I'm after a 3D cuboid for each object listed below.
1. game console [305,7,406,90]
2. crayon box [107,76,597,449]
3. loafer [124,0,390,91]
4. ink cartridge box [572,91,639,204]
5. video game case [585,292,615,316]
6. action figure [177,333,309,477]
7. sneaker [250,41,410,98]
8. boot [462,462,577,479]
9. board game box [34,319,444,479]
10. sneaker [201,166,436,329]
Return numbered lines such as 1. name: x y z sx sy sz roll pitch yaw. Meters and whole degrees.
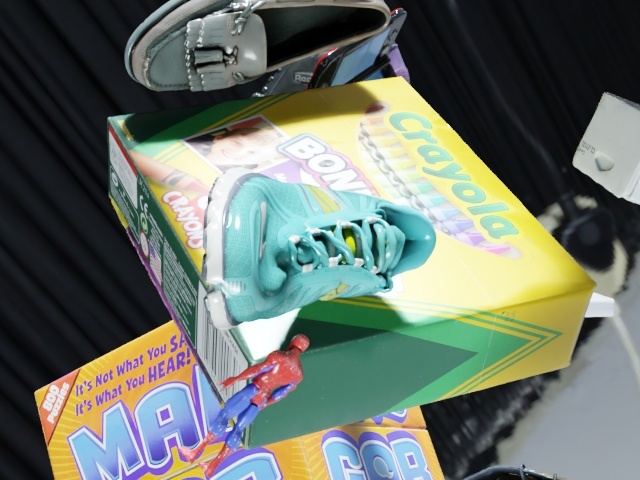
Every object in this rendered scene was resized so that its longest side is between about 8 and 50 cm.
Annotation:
1. game console: 0.055 -0.163 1.403 0.144 0.085 0.124 -38 -15 -36
2. crayon box: 0.012 -0.004 1.162 0.313 0.106 0.363 -12 41 -22
3. loafer: -0.053 -0.201 1.225 0.267 0.096 0.084 -25 49 -26
4. ink cartridge box: 0.324 -0.056 1.101 0.127 0.175 0.072 -120 50 -69
5. video game case: 0.210 0.066 1.530 0.212 0.023 0.193 -1 7 -13
6. action figure: -0.049 0.108 0.884 0.115 0.038 0.030 -46 33 -5
7. sneaker: -0.033 -0.177 1.573 0.283 0.124 0.107 -17 1 -7
8. boot: 0.173 0.202 0.904 0.219 0.106 0.082 -28 51 60
9. board game box: -0.085 0.303 1.666 0.356 0.356 0.356 -27 69 23
10. sneaker: 0.000 0.000 0.900 0.110 0.107 0.275 2 7 24
